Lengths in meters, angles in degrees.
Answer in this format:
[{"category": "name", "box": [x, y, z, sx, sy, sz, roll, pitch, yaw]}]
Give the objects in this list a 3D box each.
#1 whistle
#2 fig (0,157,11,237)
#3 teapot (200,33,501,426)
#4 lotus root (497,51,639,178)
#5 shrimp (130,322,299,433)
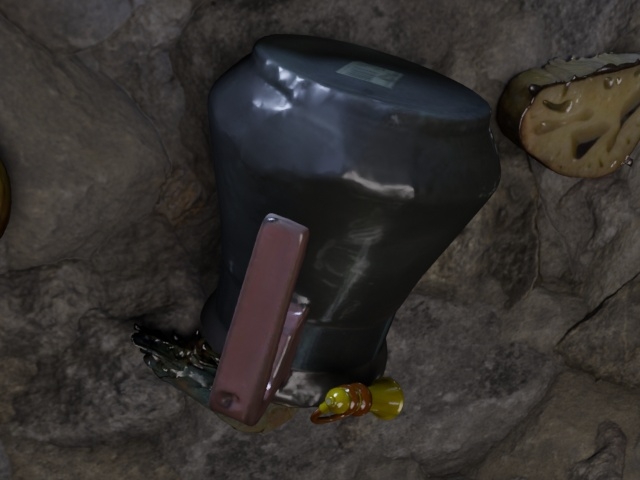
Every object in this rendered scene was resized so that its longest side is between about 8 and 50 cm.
[{"category": "whistle", "box": [0.032, 0.165, 0.654, 0.109, 0.057, 0.046, 12, 73, -47]}, {"category": "fig", "box": [-0.402, -0.100, 0.644, 0.159, 0.159, 0.257, 1, 96, -16]}, {"category": "teapot", "box": [0.000, 0.000, 0.674, 0.306, 0.376, 0.361, 20, 117, 9]}, {"category": "lotus root", "box": [0.365, -0.169, 0.852, 0.261, 0.074, 0.170, -8, 116, -14]}, {"category": "shrimp", "box": [-0.112, 0.160, 0.866, 0.178, 0.075, 0.289, -48, 116, -1]}]
